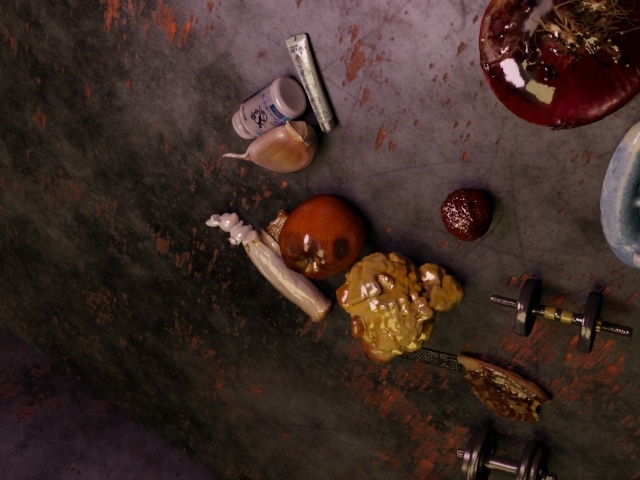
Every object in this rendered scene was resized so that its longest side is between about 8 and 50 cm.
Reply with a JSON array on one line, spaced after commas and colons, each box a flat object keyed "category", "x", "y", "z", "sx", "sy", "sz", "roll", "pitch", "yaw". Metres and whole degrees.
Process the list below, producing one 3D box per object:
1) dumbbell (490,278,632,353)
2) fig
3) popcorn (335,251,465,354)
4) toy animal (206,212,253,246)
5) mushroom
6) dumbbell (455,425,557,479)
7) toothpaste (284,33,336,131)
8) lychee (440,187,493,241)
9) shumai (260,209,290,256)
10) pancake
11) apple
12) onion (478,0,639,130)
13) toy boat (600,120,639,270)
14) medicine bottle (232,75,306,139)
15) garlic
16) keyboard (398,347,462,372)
[{"category": "dumbbell", "x": 0.560, "y": 0.175, "z": 1.679, "sx": 0.325, "sy": 0.143, "sz": 0.143, "roll": 13, "pitch": 130, "yaw": 26}, {"category": "fig", "x": 0.226, "y": 0.240, "z": 1.987, "sx": 0.257, "sy": 0.159, "sz": 0.159, "roll": -26, "pitch": 109, "yaw": 24}, {"category": "popcorn", "x": 0.203, "y": 0.158, "z": 1.832, "sx": 0.332, "sy": 0.265, "sz": 0.225, "roll": -4, "pitch": 166, "yaw": 10}, {"category": "toy animal", "x": -0.266, "y": -0.041, "z": 2.125, "sx": 0.124, "sy": 0.085, "sz": 0.071, "roll": 48, "pitch": 154, "yaw": 0}, {"category": "mushroom", "x": -0.096, "y": 0.106, "z": 2.106, "sx": 0.351, "sy": 0.095, "sz": 0.123, "roll": 44, "pitch": 163, "yaw": -10}, {"category": "dumbbell", "x": 0.531, "y": 0.646, "z": 2.050, "sx": 0.290, "sy": 0.192, "sz": 0.192, "roll": 8, "pitch": 128, "yaw": 30}, {"category": "toothpaste", "x": -0.019, "y": -0.373, "z": 1.705, "sx": 0.062, "sy": 0.039, "sz": 0.239, "roll": -6, "pitch": 118, "yaw": 33}, {"category": "lychee", "x": 0.340, "y": -0.056, "z": 1.662, "sx": 0.123, "sy": 0.123, "sz": 0.129, "roll": 27, "pitch": 144, "yaw": 14}, {"category": "shumai", "x": -0.095, "y": -0.021, "z": 2.005, "sx": 0.145, "sy": 0.145, "sz": 0.116, "roll": 39, "pitch": 98, "yaw": 1}, {"category": "pancake", "x": 0.516, "y": 0.407, "z": 1.966, "sx": 0.212, "sy": 0.056, "sz": 0.257, "roll": -14, "pitch": 123, "yaw": 49}, {"category": "apple", "x": 0.000, "y": 0.000, "z": 1.872, "sx": 0.230, "sy": 0.230, "sz": 0.230, "roll": 19, "pitch": 133, "yaw": 21}, {"category": "onion", "x": 0.434, "y": -0.346, "z": 1.273, "sx": 0.314, "sy": 0.232, "sz": 0.314, "roll": -1, "pitch": 86, "yaw": 9}, {"category": "toy boat", "x": 0.668, "y": -0.071, "z": 1.420, "sx": 0.215, "sy": 0.123, "sz": 0.330, "roll": 18, "pitch": 131, "yaw": 20}, {"category": "medicine bottle", "x": -0.131, "y": -0.322, "z": 1.773, "sx": 0.191, "sy": 0.107, "sz": 0.107, "roll": -22, "pitch": 110, "yaw": 43}, {"category": "garlic", "x": -0.109, "y": -0.225, "z": 1.810, "sx": 0.266, "sy": 0.128, "sz": 0.148, "roll": -24, "pitch": 117, "yaw": 35}, {"category": "keyboard", "x": 0.316, "y": 0.340, "z": 2.079, "sx": 0.198, "sy": 0.010, "sz": 0.063, "roll": 10, "pitch": 131, "yaw": 28}]
